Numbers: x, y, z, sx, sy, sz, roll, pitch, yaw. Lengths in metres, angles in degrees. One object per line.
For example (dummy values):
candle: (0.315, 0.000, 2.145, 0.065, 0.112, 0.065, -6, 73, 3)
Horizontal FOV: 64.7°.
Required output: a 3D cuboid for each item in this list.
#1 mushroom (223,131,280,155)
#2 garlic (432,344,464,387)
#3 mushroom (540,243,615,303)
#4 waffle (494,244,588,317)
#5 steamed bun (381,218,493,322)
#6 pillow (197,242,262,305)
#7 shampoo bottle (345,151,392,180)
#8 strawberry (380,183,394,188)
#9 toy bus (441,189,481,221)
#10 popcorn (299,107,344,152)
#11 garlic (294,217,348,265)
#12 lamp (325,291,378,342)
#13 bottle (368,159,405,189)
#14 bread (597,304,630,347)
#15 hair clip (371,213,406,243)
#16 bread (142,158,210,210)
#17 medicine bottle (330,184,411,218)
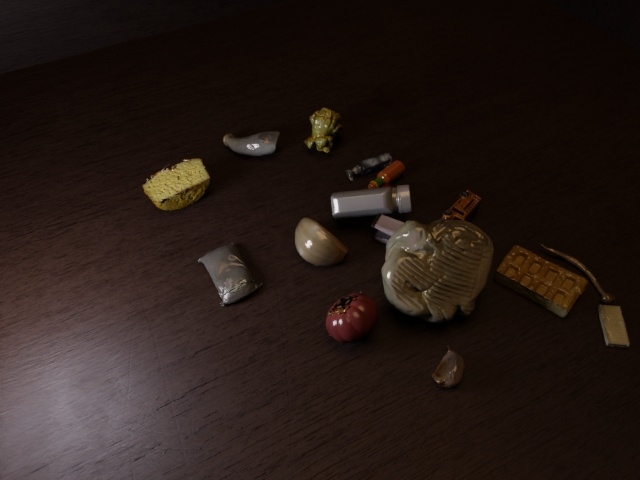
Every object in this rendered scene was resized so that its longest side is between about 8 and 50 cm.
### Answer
mushroom: (-0.315, -0.432, 2.256, 0.270, 0.103, 0.118, 3, 50, 12)
garlic: (0.400, 0.383, 1.541, 0.084, 0.066, 0.152, 24, 57, 24)
mushroom: (0.909, 0.106, 1.779, 0.068, 0.043, 0.306, 7, 36, -43)
waffle: (0.757, 0.136, 1.745, 0.274, 0.057, 0.168, 31, 57, 25)
steamed bun: (0.363, 0.084, 1.673, 0.339, 0.352, 0.247, 16, 8, -9)
pillow: (-0.331, 0.112, 1.814, 0.169, 0.059, 0.255, -27, 54, -16)
shampoo bottle: (0.206, -0.315, 2.158, 0.207, 0.057, 0.063, -23, 60, -14)
strawberry: (0.269, -0.189, 2.037, 0.083, 0.083, 0.096, -5, 42, -2)
toy bus: (0.537, -0.106, 1.945, 0.088, 0.083, 0.194, 32, 57, 25)
popcorn: (0.014, -0.487, 2.263, 0.173, 0.168, 0.195, 15, 89, 1)
garlic: (-0.013, -0.002, 1.869, 0.164, 0.145, 0.245, -5, 38, -46)
lamp: (0.105, 0.253, 1.616, 0.182, 0.140, 0.182, -33, 15, 10)
bottle: (0.271, -0.263, 2.102, 0.069, 0.069, 0.187, 36, 58, 29)
bread: (0.948, 0.276, 1.636, 0.068, 0.028, 0.154, 4, 50, 6)
hair clip: (0.347, 0.005, 1.854, 0.330, 0.101, 0.085, 24, 51, 19)
bread: (-0.572, -0.214, 2.054, 0.260, 0.147, 0.160, -33, 64, -19)
medicine bottle: (0.195, -0.145, 1.927, 0.296, 0.111, 0.161, -7, 4, 10)
